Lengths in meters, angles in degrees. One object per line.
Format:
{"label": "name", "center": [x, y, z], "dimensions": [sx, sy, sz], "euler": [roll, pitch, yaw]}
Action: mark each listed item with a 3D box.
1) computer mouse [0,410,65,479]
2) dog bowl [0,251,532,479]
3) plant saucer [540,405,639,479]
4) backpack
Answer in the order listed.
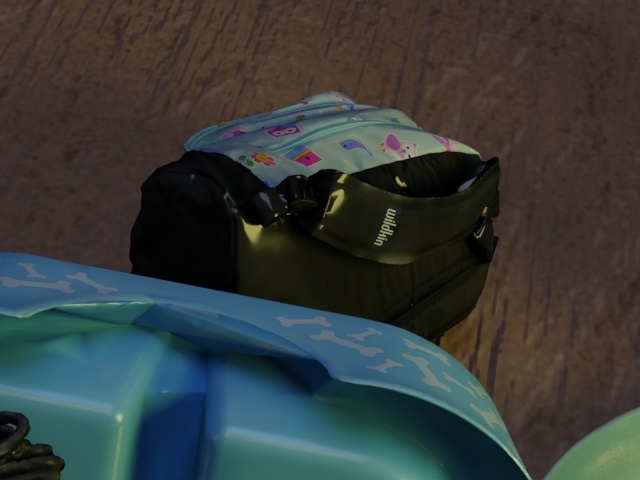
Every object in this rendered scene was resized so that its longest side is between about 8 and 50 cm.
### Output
{"label": "computer mouse", "center": [-0.041, 0.121, 0.473], "dimensions": [0.272, 0.072, 0.188], "euler": [25, 24, 16]}
{"label": "dog bowl", "center": [-0.059, 0.093, 0.644], "dimensions": [0.297, 0.166, 0.074], "euler": [11, 27, 1]}
{"label": "plant saucer", "center": [0.224, 0.187, 0.682], "dimensions": [0.317, 0.044, 0.317], "euler": [6, 40, -5]}
{"label": "backpack", "center": [0.000, 0.000, 0.778], "dimensions": [0.182, 0.152, 0.115], "euler": [-23, 46, -41]}
